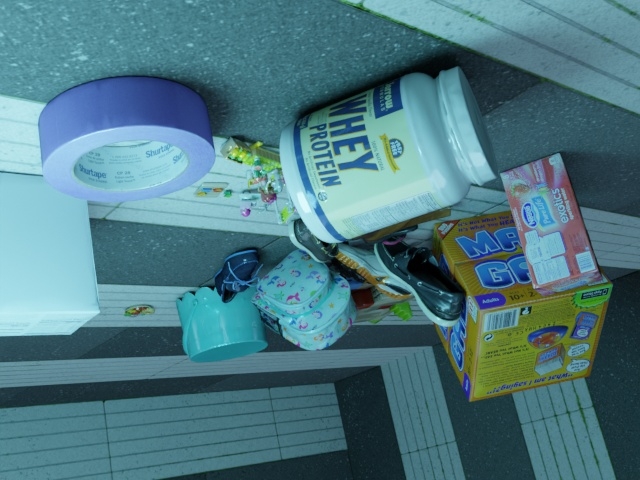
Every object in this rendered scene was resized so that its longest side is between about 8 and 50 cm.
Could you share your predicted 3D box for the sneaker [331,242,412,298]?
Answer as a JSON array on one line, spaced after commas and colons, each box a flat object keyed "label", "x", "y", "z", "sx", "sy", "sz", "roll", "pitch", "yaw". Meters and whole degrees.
[{"label": "sneaker", "x": 0.149, "y": 0.060, "z": 2.171, "sx": 0.262, "sy": 0.121, "sz": 0.099, "roll": 29, "pitch": 149, "yaw": -14}]

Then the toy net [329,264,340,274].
[{"label": "toy net", "x": -0.034, "y": 0.105, "z": 2.311, "sx": 0.232, "sy": 0.045, "sz": 0.122, "roll": -16, "pitch": 160, "yaw": 6}]

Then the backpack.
[{"label": "backpack", "x": -0.035, "y": 0.162, "z": 2.086, "sx": 0.225, "sy": 0.253, "sz": 0.191, "roll": -42, "pitch": 145, "yaw": -22}]

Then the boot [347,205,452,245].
[{"label": "boot", "x": 0.194, "y": -0.060, "z": 1.879, "sx": 0.280, "sy": 0.096, "sz": 0.264, "roll": -14, "pitch": 161, "yaw": 4}]

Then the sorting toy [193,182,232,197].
[{"label": "sorting toy", "x": -0.217, "y": -0.102, "z": 1.620, "sx": 0.083, "sy": 0.012, "sz": 0.062, "roll": -1, "pitch": 158, "yaw": -30}]

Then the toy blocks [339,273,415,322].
[{"label": "toy blocks", "x": 0.123, "y": 0.170, "z": 2.350, "sx": 0.261, "sy": 0.190, "sz": 0.381, "roll": -5, "pitch": 161, "yaw": -24}]

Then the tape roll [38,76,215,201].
[{"label": "tape roll", "x": -0.314, "y": -0.158, "z": 1.273, "sx": 0.275, "sy": 0.090, "sz": 0.275, "roll": -10, "pitch": 162, "yaw": -3}]

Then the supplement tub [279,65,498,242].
[{"label": "supplement tub", "x": 0.119, "y": -0.148, "z": 1.345, "sx": 0.325, "sy": 0.235, "sz": 0.235, "roll": -19, "pitch": 161, "yaw": 19}]

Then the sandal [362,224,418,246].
[{"label": "sandal", "x": 0.187, "y": -0.012, "z": 2.064, "sx": 0.179, "sy": 0.040, "sz": 0.067, "roll": -19, "pitch": -161, "yaw": 35}]

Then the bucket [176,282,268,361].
[{"label": "bucket", "x": -0.293, "y": 0.253, "z": 2.353, "sx": 0.281, "sy": 0.183, "sz": 0.281, "roll": -11, "pitch": 162, "yaw": -4}]

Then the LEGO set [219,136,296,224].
[{"label": "LEGO set", "x": -0.109, "y": -0.106, "z": 1.528, "sx": 0.132, "sy": 0.107, "sz": 0.287, "roll": -12, "pitch": 162, "yaw": -2}]

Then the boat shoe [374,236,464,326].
[{"label": "boat shoe", "x": 0.263, "y": 0.073, "z": 2.044, "sx": 0.127, "sy": 0.340, "sz": 0.113, "roll": -4, "pitch": 131, "yaw": -28}]

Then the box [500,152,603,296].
[{"label": "box", "x": 0.552, "y": -0.033, "z": 1.859, "sx": 0.154, "sy": 0.300, "sz": 0.142, "roll": -19, "pitch": 160, "yaw": 19}]

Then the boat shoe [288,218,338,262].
[{"label": "boat shoe", "x": 0.000, "y": 0.000, "z": 1.953, "sx": 0.069, "sy": 0.081, "sz": 0.228, "roll": -15, "pitch": 159, "yaw": 22}]

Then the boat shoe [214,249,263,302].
[{"label": "boat shoe", "x": -0.215, "y": 0.100, "z": 2.101, "sx": 0.109, "sy": 0.089, "sz": 0.258, "roll": -6, "pitch": 161, "yaw": -20}]

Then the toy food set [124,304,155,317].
[{"label": "toy food set", "x": -0.547, "y": 0.213, "z": 2.334, "sx": 0.083, "sy": 0.020, "sz": 0.083, "roll": -19, "pitch": 161, "yaw": 19}]

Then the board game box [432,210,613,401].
[{"label": "board game box", "x": 0.528, "y": 0.166, "z": 2.145, "sx": 0.357, "sy": 0.356, "sz": 0.356, "roll": -10, "pitch": 130, "yaw": -8}]

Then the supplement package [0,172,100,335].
[{"label": "supplement package", "x": -0.534, "y": 0.028, "z": 1.403, "sx": 0.204, "sy": 0.262, "sz": 0.145, "roll": 4, "pitch": 156, "yaw": -39}]
